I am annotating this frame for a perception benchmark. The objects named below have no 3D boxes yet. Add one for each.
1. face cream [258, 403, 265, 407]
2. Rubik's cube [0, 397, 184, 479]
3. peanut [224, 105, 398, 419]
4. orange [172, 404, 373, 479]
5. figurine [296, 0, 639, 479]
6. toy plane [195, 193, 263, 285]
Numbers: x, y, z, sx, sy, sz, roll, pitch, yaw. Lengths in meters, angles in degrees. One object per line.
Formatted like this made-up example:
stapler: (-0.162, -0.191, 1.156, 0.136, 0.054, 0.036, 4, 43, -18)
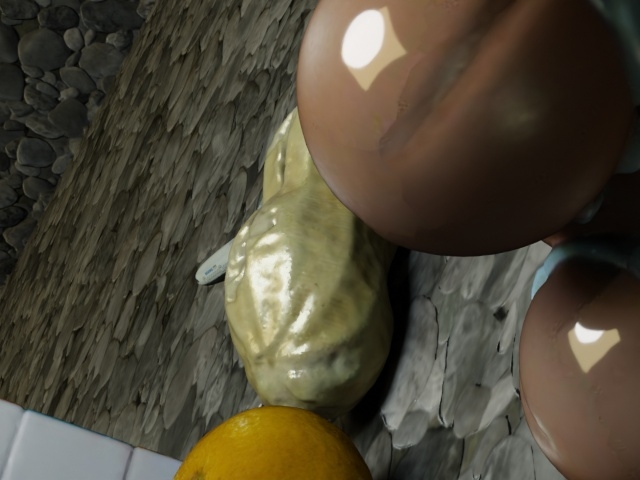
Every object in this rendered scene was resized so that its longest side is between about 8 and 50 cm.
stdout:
face cream: (-0.092, 0.290, 1.142, 0.137, 0.084, 0.341, 60, -130, -71)
Rubik's cube: (-0.276, 0.321, 1.316, 0.292, 0.291, 0.290, -43, 29, 57)
peanut: (0.000, 0.000, 1.162, 0.130, 0.130, 0.290, -49, 23, 48)
orange: (-0.028, 0.185, 0.980, 0.159, 0.136, 0.159, -42, 25, 25)
figurine: (0.116, -0.085, 0.725, 0.248, 0.276, 0.388, -41, 23, 4)
toy plane: (-0.058, -0.001, 1.462, 0.226, 0.058, 0.226, 131, 155, -55)
